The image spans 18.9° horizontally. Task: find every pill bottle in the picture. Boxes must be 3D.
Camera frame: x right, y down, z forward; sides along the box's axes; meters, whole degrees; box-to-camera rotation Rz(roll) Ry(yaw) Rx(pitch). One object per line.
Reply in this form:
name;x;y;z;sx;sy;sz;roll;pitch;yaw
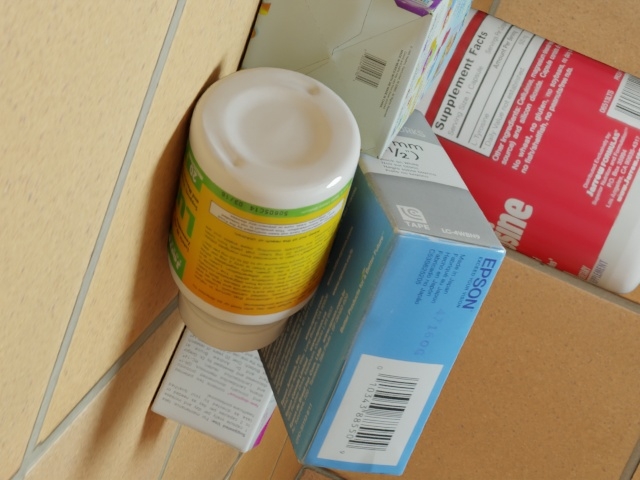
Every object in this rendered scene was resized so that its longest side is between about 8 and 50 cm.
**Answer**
pill bottle;0.198;-0.119;2.109;0.229;0.408;0.229;24;90;-83
pill bottle;-0.055;-0.015;1.595;0.245;0.136;0.136;107;9;-51

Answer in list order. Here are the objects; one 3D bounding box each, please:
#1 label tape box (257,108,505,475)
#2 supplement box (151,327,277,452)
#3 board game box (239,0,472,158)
label tape box;0.024;0.006;1.746;0.347;0.115;0.249;-113;-142;-54
supplement box;-0.074;0.095;1.976;0.111;0.114;0.220;31;82;-85
board game box;0.046;-0.207;1.711;0.275;0.142;0.144;-54;166;-62
